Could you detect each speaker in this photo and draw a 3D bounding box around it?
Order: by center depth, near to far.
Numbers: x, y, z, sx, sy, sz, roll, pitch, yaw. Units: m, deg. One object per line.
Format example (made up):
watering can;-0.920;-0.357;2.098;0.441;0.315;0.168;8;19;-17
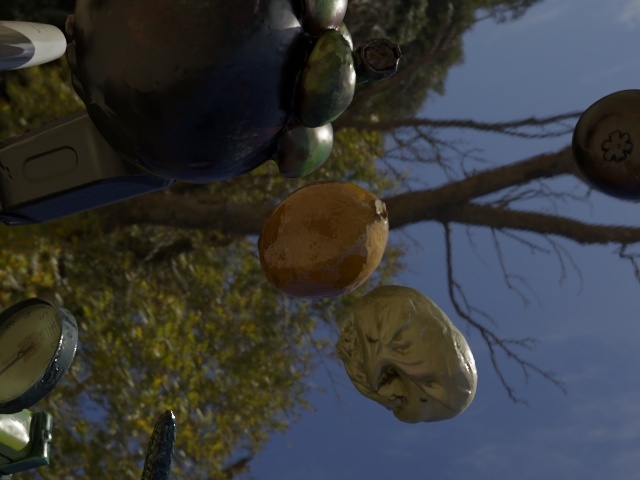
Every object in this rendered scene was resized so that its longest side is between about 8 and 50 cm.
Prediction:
speaker;-0.462;-0.132;1.595;0.388;0.180;0.184;-14;-178;29

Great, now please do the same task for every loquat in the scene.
loquat;0.000;0.000;1.416;0.234;0.176;0.187;-25;-167;33

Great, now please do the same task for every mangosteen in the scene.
mangosteen;-0.113;-0.202;0.960;0.311;0.311;0.311;-19;-150;11
mangosteen;0.349;-0.105;0.995;0.140;0.140;0.140;-19;-150;11

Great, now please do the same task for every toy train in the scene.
toy train;-0.714;0.372;1.794;0.253;0.397;0.160;-19;-130;14

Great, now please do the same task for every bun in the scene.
bun;0.111;0.172;1.324;0.237;0.209;0.116;10;-153;42

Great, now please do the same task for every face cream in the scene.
face cream;-0.350;-0.218;1.009;0.072;0.051;0.182;23;-160;10

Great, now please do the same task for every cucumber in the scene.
cucumber;-0.368;0.508;2.050;0.068;0.293;0.067;10;-165;-3

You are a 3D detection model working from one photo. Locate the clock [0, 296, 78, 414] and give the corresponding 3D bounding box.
clock;-0.548;0.207;1.663;0.226;0.049;0.226;-16;-130;20
